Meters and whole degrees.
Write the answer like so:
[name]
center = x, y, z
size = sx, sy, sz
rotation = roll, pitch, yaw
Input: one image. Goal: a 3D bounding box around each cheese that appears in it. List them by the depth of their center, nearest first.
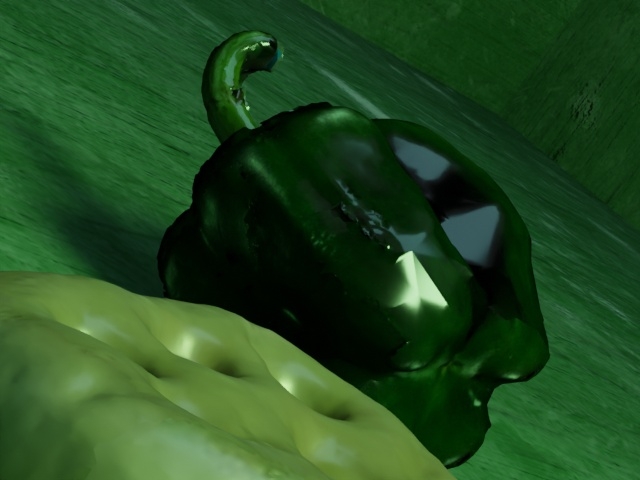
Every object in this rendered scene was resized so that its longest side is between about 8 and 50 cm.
[cheese]
center = -0.035, 0.099, 0.614
size = 0.235, 0.117, 0.218
rotation = 35, 10, 5

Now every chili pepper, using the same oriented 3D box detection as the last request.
[chili pepper]
center = 0.000, 0.000, 1.026
size = 0.174, 0.165, 0.261
rotation = -4, 40, -44
